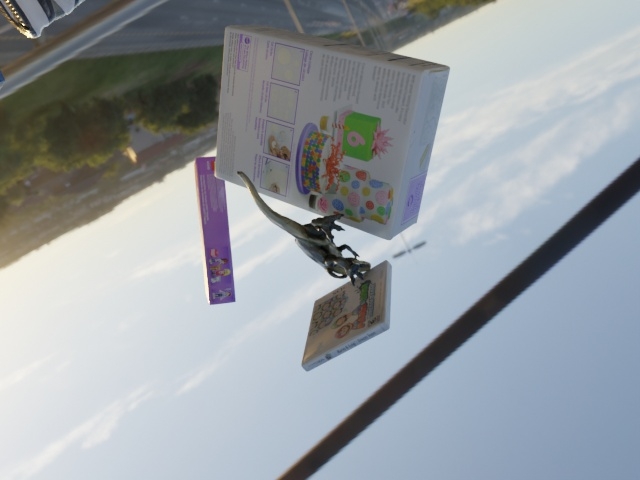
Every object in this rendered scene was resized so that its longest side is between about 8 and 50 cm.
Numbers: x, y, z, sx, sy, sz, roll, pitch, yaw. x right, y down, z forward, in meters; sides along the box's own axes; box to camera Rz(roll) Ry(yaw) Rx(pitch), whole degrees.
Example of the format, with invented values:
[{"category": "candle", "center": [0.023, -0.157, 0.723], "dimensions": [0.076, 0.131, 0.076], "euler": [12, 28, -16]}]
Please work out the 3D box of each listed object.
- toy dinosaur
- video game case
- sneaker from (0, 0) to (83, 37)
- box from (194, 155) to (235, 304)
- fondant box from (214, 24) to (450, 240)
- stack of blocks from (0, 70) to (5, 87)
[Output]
[{"category": "toy dinosaur", "center": [0.000, 0.000, 0.881], "dimensions": [0.118, 0.268, 0.064], "euler": [19, -108, 50]}, {"category": "video game case", "center": [0.041, 0.107, 0.936], "dimensions": [0.143, 0.019, 0.157], "euler": [-32, -158, 23]}, {"category": "sneaker", "center": [-0.525, -0.603, 1.098], "dimensions": [0.169, 0.448, 0.257], "euler": [33, -114, 33]}, {"category": "box", "center": [-0.225, -0.023, 1.353], "dimensions": [0.057, 0.294, 0.201], "euler": [-5, -177, -12]}, {"category": "fondant box", "center": [0.002, -0.170, 0.956], "dimensions": [0.330, 0.238, 0.096], "euler": [22, -153, 27]}, {"category": "stack of blocks", "center": [-0.491, -0.184, 0.610], "dimensions": [0.297, 0.171, 0.087], "euler": [-28, -175, -43]}]
